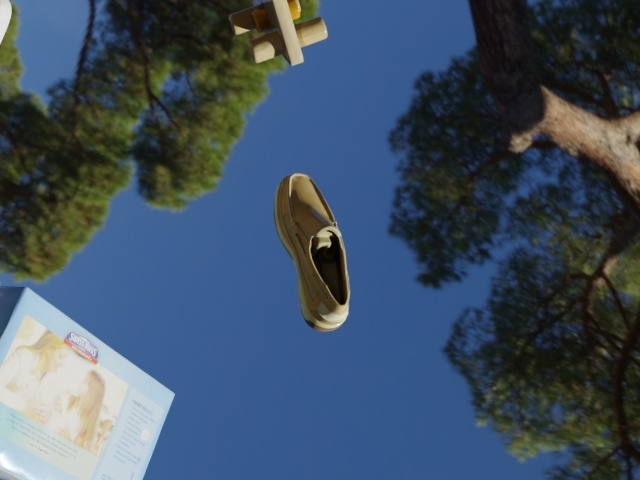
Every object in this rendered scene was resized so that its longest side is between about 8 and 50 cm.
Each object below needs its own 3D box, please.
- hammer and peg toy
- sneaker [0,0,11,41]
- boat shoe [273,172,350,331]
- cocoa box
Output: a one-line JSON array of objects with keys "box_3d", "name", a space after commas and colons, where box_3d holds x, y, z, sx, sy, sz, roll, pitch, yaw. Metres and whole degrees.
[{"box_3d": [-0.110, -0.474, 1.458, 0.127, 0.362, 0.266, -20, -152, -6], "name": "hammer and peg toy"}, {"box_3d": [-0.571, -0.280, 1.448, 0.094, 0.091, 0.258, 48, -61, 37], "name": "sneaker"}, {"box_3d": [0.000, 0.000, 1.017, 0.072, 0.068, 0.190, 123, -46, -56], "name": "boat shoe"}, {"box_3d": [-0.426, 0.245, 1.353, 0.227, 0.347, 0.232, -2, -123, 34], "name": "cocoa box"}]
